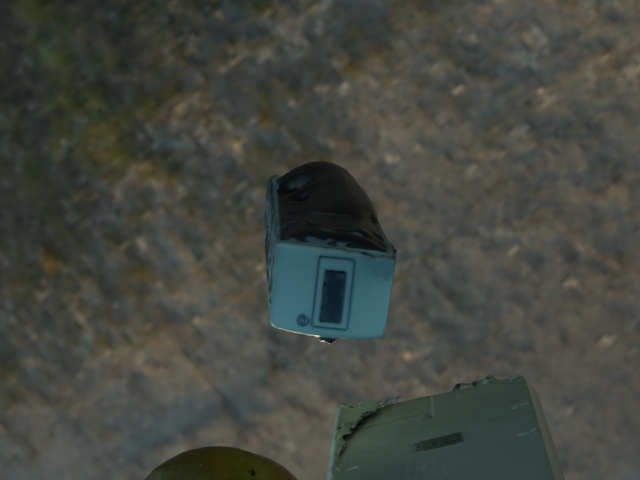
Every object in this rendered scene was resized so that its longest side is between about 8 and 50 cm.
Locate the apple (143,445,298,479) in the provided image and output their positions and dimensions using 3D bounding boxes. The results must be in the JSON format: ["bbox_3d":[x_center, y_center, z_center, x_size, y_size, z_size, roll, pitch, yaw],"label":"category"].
[{"bbox_3d":[-0.045,0.135,0.848,0.089,0.074,0.089,13,129,16],"label":"apple"}]

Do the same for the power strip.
[{"bbox_3d":[0.042,0.084,0.649,0.192,0.081,0.035,-76,-26,-81],"label":"power strip"}]

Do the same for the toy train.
[{"bbox_3d":[0.000,0.000,0.751,0.207,0.043,0.047,-102,18,-80],"label":"toy train"}]
